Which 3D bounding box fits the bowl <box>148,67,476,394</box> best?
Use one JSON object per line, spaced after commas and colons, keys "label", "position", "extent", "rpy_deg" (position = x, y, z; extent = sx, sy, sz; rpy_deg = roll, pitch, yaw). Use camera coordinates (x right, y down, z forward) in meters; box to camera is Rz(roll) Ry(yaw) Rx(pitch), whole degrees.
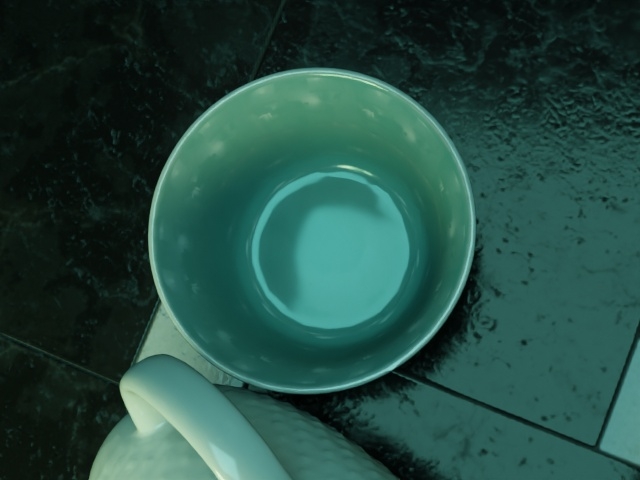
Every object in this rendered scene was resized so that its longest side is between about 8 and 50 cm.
{"label": "bowl", "position": [0.000, 0.000, 1.079], "extent": [0.311, 0.163, 0.312], "rpy_deg": [-1, 80, 9]}

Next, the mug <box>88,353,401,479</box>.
{"label": "mug", "position": [-0.067, 0.249, 0.936], "extent": [0.276, 0.374, 0.328], "rpy_deg": [-35, 44, -21]}
